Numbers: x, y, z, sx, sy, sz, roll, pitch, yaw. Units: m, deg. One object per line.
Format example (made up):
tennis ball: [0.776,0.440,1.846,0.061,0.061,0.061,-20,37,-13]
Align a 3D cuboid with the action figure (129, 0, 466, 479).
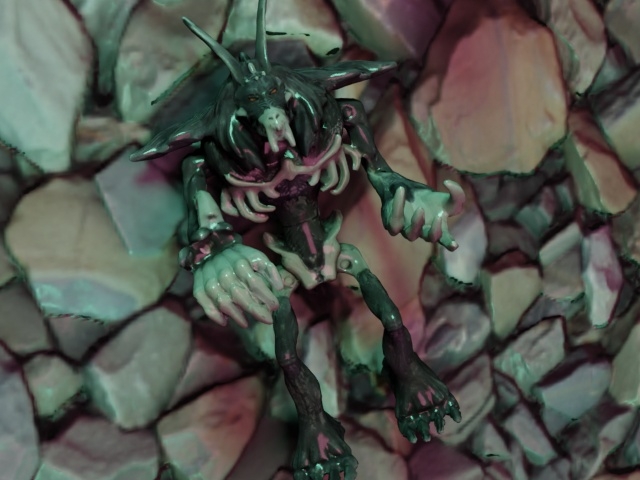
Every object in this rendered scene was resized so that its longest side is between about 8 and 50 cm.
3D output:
action figure: [0.000,0.000,0.748,0.164,0.141,0.275,-23,108,-10]
